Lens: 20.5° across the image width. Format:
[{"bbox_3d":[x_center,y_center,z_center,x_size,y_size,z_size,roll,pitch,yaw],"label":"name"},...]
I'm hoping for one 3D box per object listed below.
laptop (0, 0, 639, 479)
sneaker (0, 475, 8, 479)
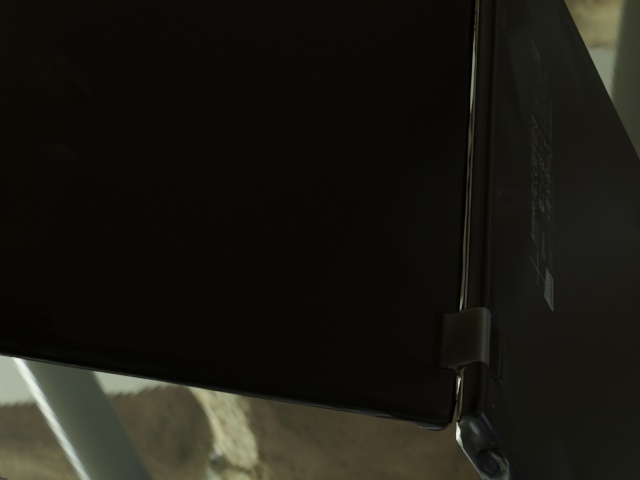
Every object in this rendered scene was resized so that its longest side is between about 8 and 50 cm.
[{"bbox_3d":[0.000,0.000,0.865,0.236,0.408,0.382,-16,-140,22],"label":"laptop"},{"bbox_3d":[-0.130,0.085,0.471,0.114,0.152,0.305,12,-77,35],"label":"sneaker"}]
